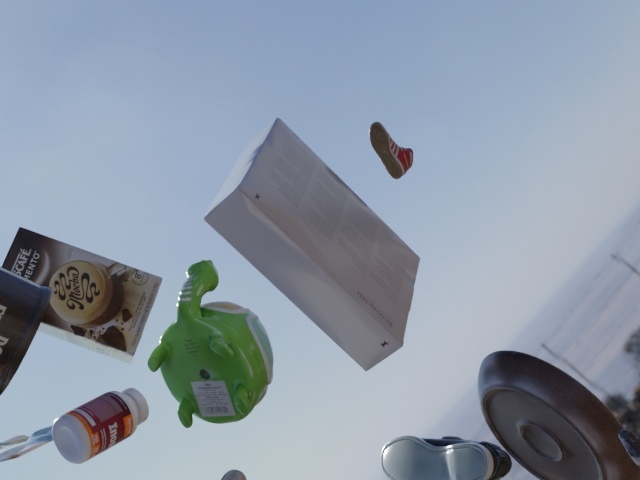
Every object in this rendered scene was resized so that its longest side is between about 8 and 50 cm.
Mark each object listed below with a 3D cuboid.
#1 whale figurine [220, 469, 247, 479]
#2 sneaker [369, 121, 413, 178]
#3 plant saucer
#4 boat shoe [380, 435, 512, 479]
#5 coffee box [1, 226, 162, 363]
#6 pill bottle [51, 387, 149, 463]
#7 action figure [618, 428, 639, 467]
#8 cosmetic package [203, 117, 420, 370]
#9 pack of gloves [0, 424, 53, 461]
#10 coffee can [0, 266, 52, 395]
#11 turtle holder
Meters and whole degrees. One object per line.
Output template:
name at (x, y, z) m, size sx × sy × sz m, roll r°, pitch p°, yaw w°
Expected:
whale figurine at (-0.179, 0.422, 1.303) m, size 0.272 × 0.216 × 0.141 m, roll -39°, pitch -28°, yaw -14°
sneaker at (0.140, -0.183, 1.972) m, size 0.042 × 0.118 × 0.067 m, roll -19°, pitch 11°, yaw 39°
plant saucer at (0.368, 0.311, 1.632) m, size 0.050 × 0.310 × 0.311 m, roll -42°, pitch -12°, yaw -26°
boat shoe at (0.251, 0.456, 2.062) m, size 0.091 × 0.114 × 0.302 m, roll 10°, pitch -9°, yaw -40°
coffee box at (-0.483, 0.111, 2.001) m, size 0.119 × 0.297 × 0.168 m, roll 127°, pitch 162°, yaw -69°
pill bottle at (-0.359, 0.301, 1.672) m, size 0.152 × 0.086 × 0.086 m, roll -25°, pitch -25°, yaw -50°
action figure at (0.490, 0.297, 1.108) m, size 0.330 × 0.179 × 0.341 m, roll 9°, pitch -26°, yaw -25°
cosmetic package at (0.000, 0.000, 1.721) m, size 0.097 × 0.377 × 0.284 m, roll -39°, pitch 15°, yaw 26°
pack of gloves at (-0.542, 0.347, 1.781) m, size 0.195 × 0.046 × 0.232 m, roll -17°, pitch -1°, yaw 21°
coffee can at (-0.611, 0.112, 1.657) m, size 0.201 × 0.275 × 0.201 m, roll -53°, pitch 20°, yaw 29°
turtle holder at (-0.235, 0.228, 2.193) m, size 0.243 × 0.320 × 0.227 m, roll -40°, pitch 3°, yaw 32°
